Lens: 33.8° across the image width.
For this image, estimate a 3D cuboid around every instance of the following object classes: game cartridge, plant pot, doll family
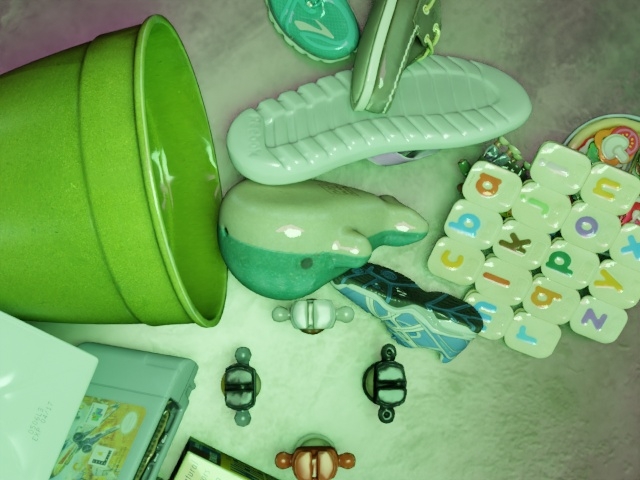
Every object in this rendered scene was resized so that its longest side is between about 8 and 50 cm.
[{"bbox_3d":[-0.285,0.263,1.269,0.198,0.062,0.297,7,60,26],"label":"game cartridge"},{"bbox_3d":[-0.324,-0.053,1.241,0.353,0.366,0.366,-9,87,5],"label":"plant pot"},{"bbox_3d":[0.259,-0.046,1.410,0.193,0.076,0.111,41,94,0],"label":"doll family"}]

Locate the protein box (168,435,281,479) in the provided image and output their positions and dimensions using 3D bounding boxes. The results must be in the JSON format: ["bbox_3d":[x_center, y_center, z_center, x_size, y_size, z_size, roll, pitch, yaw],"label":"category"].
[{"bbox_3d":[-0.120,0.385,1.319,0.201,0.136,0.200,27,85,-4],"label":"protein box"}]

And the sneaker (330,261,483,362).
[{"bbox_3d":[0.104,0.096,1.381,0.211,0.080,0.081,26,119,-2],"label":"sneaker"}]

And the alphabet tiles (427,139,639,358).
[{"bbox_3d":[0.295,0.017,1.378,0.278,0.021,0.284,21,113,-4],"label":"alphabet tiles"}]

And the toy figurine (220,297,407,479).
[{"bbox_3d":[-0.008,0.186,1.345,0.209,0.148,0.213,42,86,4],"label":"toy figurine"}]

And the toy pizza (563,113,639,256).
[{"bbox_3d":[0.419,-0.077,1.453,0.201,0.032,0.201,0,87,-6],"label":"toy pizza"}]

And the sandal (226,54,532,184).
[{"bbox_3d":[0.074,-0.150,1.385,0.416,0.102,0.169,-11,53,-15],"label":"sandal"}]

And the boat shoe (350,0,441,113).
[{"bbox_3d":[0.113,-0.293,1.362,0.097,0.116,0.324,21,60,-12],"label":"boat shoe"}]

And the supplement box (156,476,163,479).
[{"bbox_3d":[-0.253,0.306,1.348,0.098,0.062,0.036,26,84,-3],"label":"supplement box"}]

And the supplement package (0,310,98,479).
[{"bbox_3d":[-0.406,0.190,1.188,0.175,0.293,0.177,29,64,-23],"label":"supplement package"}]

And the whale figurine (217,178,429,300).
[{"bbox_3d":[0.000,0.000,1.340,0.272,0.216,0.141,-3,113,-31],"label":"whale figurine"}]

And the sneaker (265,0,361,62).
[{"bbox_3d":[-0.036,-0.359,1.386,0.107,0.110,0.275,-30,91,-7],"label":"sneaker"}]
